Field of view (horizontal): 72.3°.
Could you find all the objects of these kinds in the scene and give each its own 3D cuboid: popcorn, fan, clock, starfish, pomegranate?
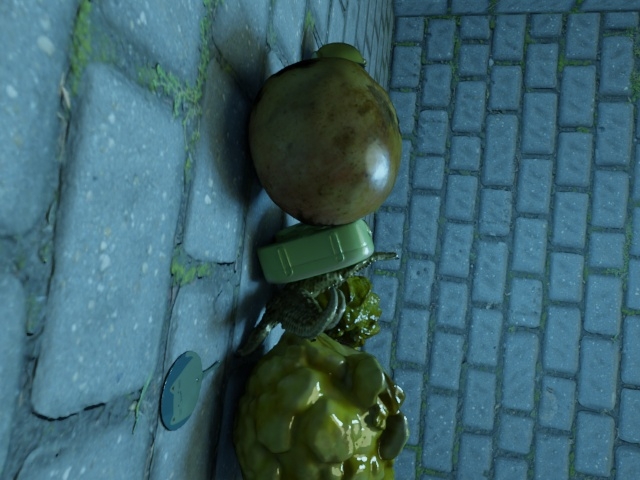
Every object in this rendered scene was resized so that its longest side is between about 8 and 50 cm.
[{"bbox_3d":[-0.010,0.368,0.882,0.353,0.344,0.391,-7,115,-31],"label":"popcorn"},{"bbox_3d":[-0.197,0.221,0.684,0.175,0.005,0.114,-18,112,-75],"label":"fan"},{"bbox_3d":[0.000,0.000,0.996,0.308,0.234,0.096,-55,127,-77],"label":"clock"},{"bbox_3d":[-0.004,0.101,0.961,0.083,0.323,0.432,61,29,-5],"label":"starfish"},{"bbox_3d":[0.009,-0.181,0.815,0.322,0.321,0.323,5,90,-77],"label":"pomegranate"}]

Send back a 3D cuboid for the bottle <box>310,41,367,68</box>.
[{"bbox_3d":[0.041,-0.333,1.160,0.171,0.171,0.352,-42,134,-71],"label":"bottle"}]

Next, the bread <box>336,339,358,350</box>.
[{"bbox_3d":[0.084,0.411,1.713,0.190,0.132,0.114,-42,137,-68],"label":"bread"}]

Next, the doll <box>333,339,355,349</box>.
[{"bbox_3d":[0.004,0.357,1.233,0.256,0.195,0.153,22,73,-70],"label":"doll"}]

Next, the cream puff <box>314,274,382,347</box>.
[{"bbox_3d":[0.074,0.219,1.362,0.196,0.243,0.245,51,46,-73],"label":"cream puff"}]
